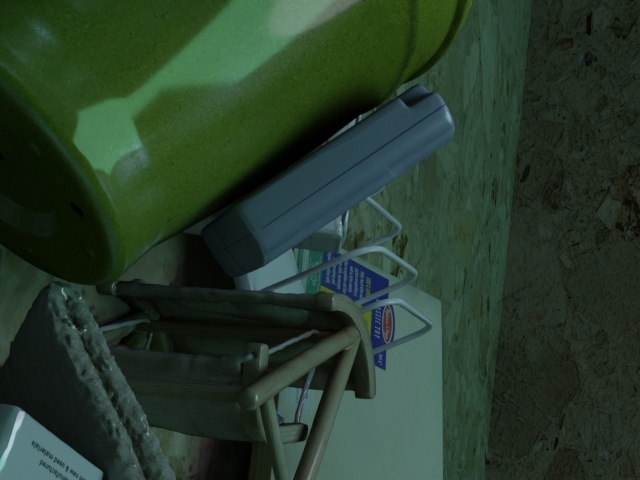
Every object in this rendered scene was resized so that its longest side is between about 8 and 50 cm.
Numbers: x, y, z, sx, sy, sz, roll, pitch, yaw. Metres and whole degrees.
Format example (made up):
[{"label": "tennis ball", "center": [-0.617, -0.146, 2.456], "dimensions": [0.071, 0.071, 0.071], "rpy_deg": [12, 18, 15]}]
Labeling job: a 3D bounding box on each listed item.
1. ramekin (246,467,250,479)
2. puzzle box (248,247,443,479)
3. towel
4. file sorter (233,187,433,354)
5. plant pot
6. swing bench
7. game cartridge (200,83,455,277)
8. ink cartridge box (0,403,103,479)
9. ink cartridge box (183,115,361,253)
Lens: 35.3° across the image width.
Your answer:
[{"label": "ramekin", "center": [-0.007, 0.365, 1.383], "dimensions": [0.273, 0.127, 0.273], "rpy_deg": [2, 90, -68]}, {"label": "puzzle box", "center": [0.046, 0.200, 1.309], "dimensions": [0.272, 0.052, 0.409], "rpy_deg": [28, 46, -26]}, {"label": "towel", "center": [-0.168, 0.188, 0.732], "dimensions": [0.049, 0.187, 0.282], "rpy_deg": [-4, 52, -43]}, {"label": "file sorter", "center": [0.000, 0.000, 1.181], "dimensions": [0.193, 0.173, 0.278], "rpy_deg": [35, 35, -64]}, {"label": "plant pot", "center": [-0.128, -0.165, 0.757], "dimensions": [0.353, 0.366, 0.366], "rpy_deg": [-49, 140, -30]}, {"label": "swing bench", "center": [-0.110, 0.130, 0.935], "dimensions": [0.255, 0.253, 0.165], "rpy_deg": [-53, 139, -56]}, {"label": "game cartridge", "center": [-0.008, -0.042, 0.840], "dimensions": [0.060, 0.196, 0.294], "rpy_deg": [60, -5, -3]}, {"label": "ink cartridge box", "center": [-0.278, 0.235, 0.596], "dimensions": [0.114, 0.197, 0.273], "rpy_deg": [61, 38, -51]}, {"label": "ink cartridge box", "center": [-0.072, -0.083, 1.044], "dimensions": [0.092, 0.217, 0.159], "rpy_deg": [90, 8, -75]}]
